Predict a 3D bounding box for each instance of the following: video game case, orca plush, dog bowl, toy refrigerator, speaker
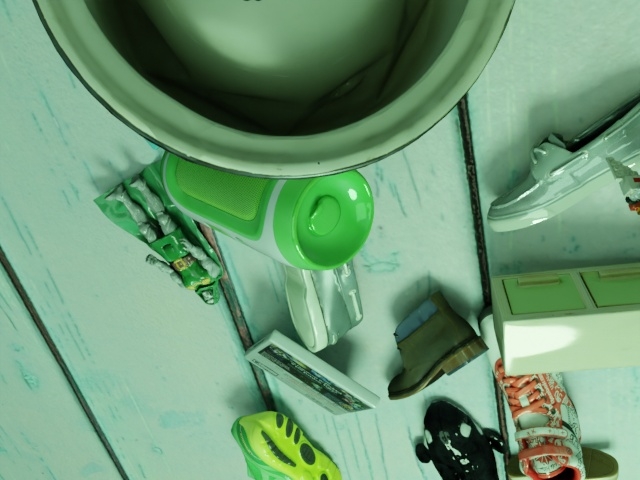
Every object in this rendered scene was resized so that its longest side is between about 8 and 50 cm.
[{"bbox_3d":[-0.019,0.212,0.988,0.190,0.022,0.173,34,154,-6],"label":"video game case"},{"bbox_3d":[0.227,0.400,1.032,0.151,0.102,0.287,2,122,15],"label":"orca plush"},{"bbox_3d":[-0.039,-0.259,0.571,0.407,0.150,0.408,-1,95,-7],"label":"dog bowl"},{"bbox_3d":[0.355,0.089,0.774,0.269,0.102,0.094,-6,119,10],"label":"toy refrigerator"},{"bbox_3d":[-0.075,-0.059,0.734,0.296,0.131,0.131,22,135,48],"label":"speaker"}]

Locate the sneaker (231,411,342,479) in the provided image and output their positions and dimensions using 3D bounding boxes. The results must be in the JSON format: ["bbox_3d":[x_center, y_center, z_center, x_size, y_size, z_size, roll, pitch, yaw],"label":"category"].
[{"bbox_3d":[-0.056,0.409,1.136,0.123,0.109,0.296,-3,125,45],"label":"sneaker"}]

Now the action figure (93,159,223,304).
[{"bbox_3d":[-0.220,0.007,0.944,0.137,0.063,0.232,-24,116,24],"label":"action figure"}]

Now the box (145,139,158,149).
[{"bbox_3d":[-0.122,-0.211,0.751,0.244,0.100,0.060,-32,106,30],"label":"box"}]

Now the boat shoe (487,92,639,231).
[{"bbox_3d":[0.285,-0.092,0.728,0.227,0.079,0.081,-31,102,24],"label":"boat shoe"}]

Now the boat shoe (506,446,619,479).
[{"bbox_3d":[0.385,0.368,0.995,0.170,0.063,0.059,-13,120,34],"label":"boat shoe"}]

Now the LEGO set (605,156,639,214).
[{"bbox_3d":[0.424,-0.066,0.668,0.182,0.060,0.244,-24,148,28],"label":"LEGO set"}]

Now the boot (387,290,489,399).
[{"bbox_3d":[0.149,0.161,0.939,0.106,0.082,0.219,58,138,13],"label":"boot"}]

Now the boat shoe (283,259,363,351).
[{"bbox_3d":[0.000,0.000,0.871,0.099,0.116,0.320,-18,116,-23],"label":"boat shoe"}]

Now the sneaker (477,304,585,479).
[{"bbox_3d":[0.297,0.225,0.875,0.090,0.145,0.270,-20,114,26],"label":"sneaker"}]
